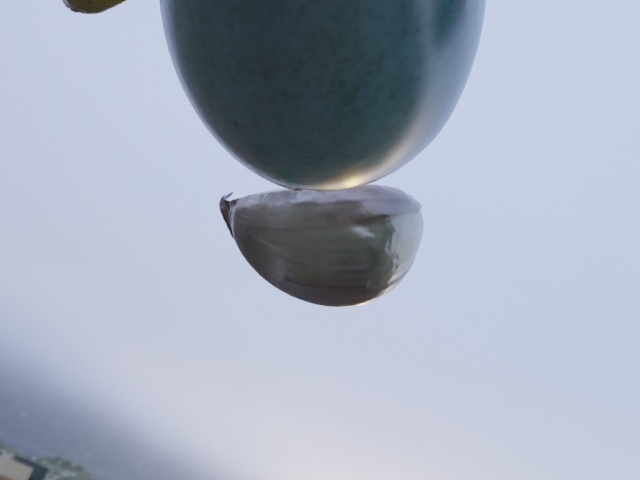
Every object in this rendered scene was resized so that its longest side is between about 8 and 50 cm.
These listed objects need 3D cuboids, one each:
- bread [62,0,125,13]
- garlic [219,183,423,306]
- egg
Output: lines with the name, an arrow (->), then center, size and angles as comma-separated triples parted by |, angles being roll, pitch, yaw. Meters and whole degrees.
bread -> -0.209, -0.334, 0.755 | 0.195, 0.270, 0.142 | -21, -41, 24
garlic -> 0.001, -0.007, 0.784 | 0.206, 0.128, 0.115 | 7, -25, -4
egg -> 0.001, -0.122, 0.437 | 0.169, 0.169, 0.236 | 17, -29, 14
